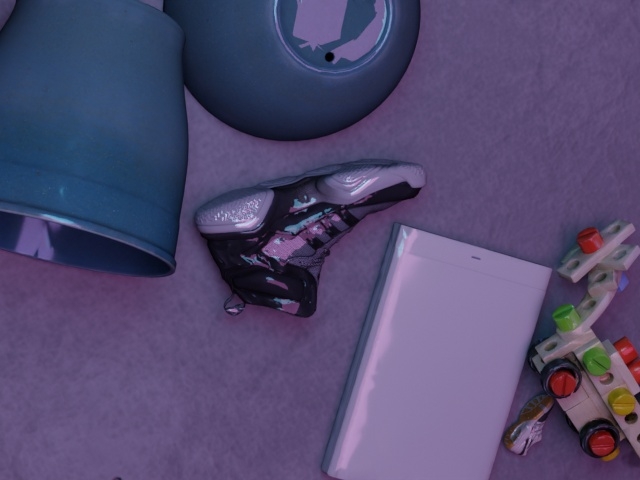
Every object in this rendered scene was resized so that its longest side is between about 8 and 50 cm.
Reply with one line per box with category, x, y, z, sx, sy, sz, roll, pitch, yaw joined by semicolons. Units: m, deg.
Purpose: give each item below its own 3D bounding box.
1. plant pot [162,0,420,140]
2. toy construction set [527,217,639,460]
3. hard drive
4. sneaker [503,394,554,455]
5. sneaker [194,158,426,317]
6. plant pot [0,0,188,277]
plant pot;-0.012;-0.246;1.712;0.290;0.195;0.290;-2;98;-15
toy construction set;0.375;0.145;1.895;0.215;0.151;0.328;-33;100;5
hard drive;0.140;0.153;1.889;0.203;0.040;0.308;16;92;-17
sneaker;0.261;0.227;1.941;0.037;0.032;0.083;40;90;-30
sneaker;0.000;0.000;1.801;0.268;0.101;0.153;-14;102;-8
plant pot;-0.254;-0.119;1.637;0.271;0.271;0.255;16;79;-17
